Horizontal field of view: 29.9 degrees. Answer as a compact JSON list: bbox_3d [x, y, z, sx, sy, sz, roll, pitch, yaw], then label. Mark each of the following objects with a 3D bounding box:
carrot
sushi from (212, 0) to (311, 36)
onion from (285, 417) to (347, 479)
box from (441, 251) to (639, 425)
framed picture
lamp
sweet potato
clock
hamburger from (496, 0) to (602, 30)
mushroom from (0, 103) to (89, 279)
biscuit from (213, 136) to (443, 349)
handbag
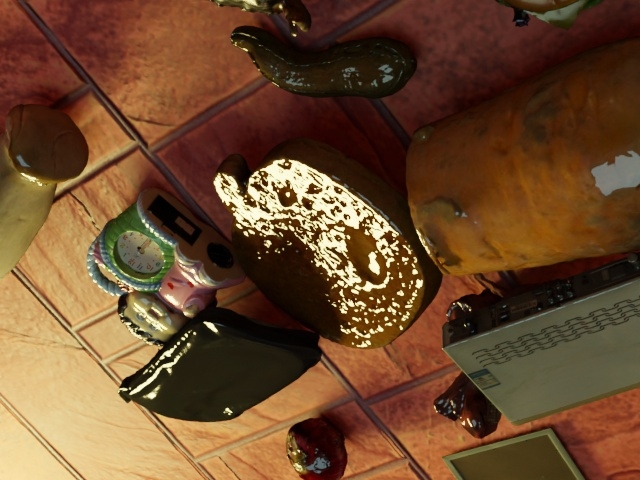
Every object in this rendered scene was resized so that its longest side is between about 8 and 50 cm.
[{"bbox_3d":[0.281,-0.088,1.319,0.341,0.224,0.224,-15,118,33],"label":"carrot"},{"bbox_3d":[-0.061,-0.379,1.241,0.182,0.196,0.343,15,128,18],"label":"sushi"},{"bbox_3d":[-0.003,0.313,1.781,0.107,0.097,0.107,43,146,38],"label":"onion"},{"bbox_3d":[0.294,0.111,1.348,0.270,0.045,0.211,-24,131,26],"label":"box"},{"bbox_3d":[0.289,0.342,1.749,0.183,0.011,0.142,-22,115,31],"label":"framed picture"},{"bbox_3d":[0.274,0.154,1.531,0.223,0.151,0.215,4,87,44],"label":"lamp"},{"bbox_3d":[0.005,-0.209,1.426,0.233,0.062,0.081,8,111,18],"label":"sweet potato"},{"bbox_3d":[-0.227,0.045,1.662,0.194,0.100,0.195,40,125,-6],"label":"clock"},{"bbox_3d":[0.234,-0.313,1.249,0.189,0.093,0.164,38,129,-8],"label":"hamburger"},{"bbox_3d":[-0.457,-0.040,1.661,0.407,0.137,0.154,-34,96,41],"label":"mushroom"},{"bbox_3d":[0.001,-0.001,1.506,0.314,0.063,0.367,37,151,5],"label":"biscuit"},{"bbox_3d":[-0.147,0.182,1.693,0.191,0.075,0.332,16,148,-26],"label":"handbag"}]
